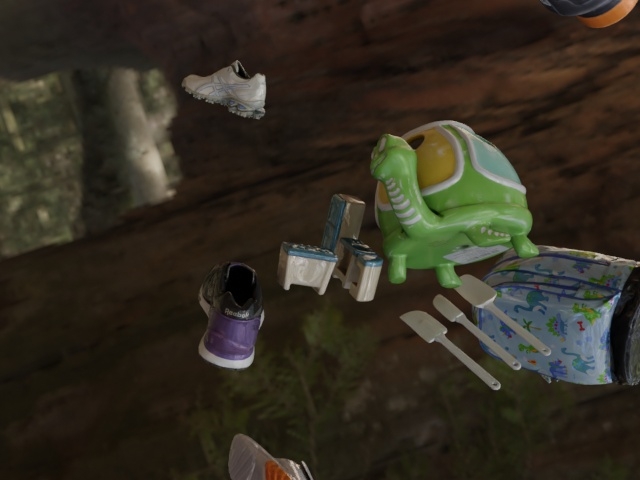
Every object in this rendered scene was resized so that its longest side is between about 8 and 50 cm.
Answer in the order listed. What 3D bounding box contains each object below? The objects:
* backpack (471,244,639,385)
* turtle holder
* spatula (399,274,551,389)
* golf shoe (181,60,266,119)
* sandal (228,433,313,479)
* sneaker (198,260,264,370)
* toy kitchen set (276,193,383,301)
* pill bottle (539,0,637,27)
[{"bbox_3d":[0.487,0.145,2.517,0.355,0.290,0.273,27,-133,33],"label":"backpack"},{"bbox_3d":[0.179,-0.063,1.959,0.320,0.227,0.243,-1,160,-31],"label":"turtle holder"},{"bbox_3d":[0.278,0.157,2.175,0.168,0.019,0.242,-28,-135,-25],"label":"spatula"},{"bbox_3d":[-0.158,-0.268,2.108,0.176,0.086,0.069,22,-166,31],"label":"golf shoe"},{"bbox_3d":[-0.048,0.343,1.720,0.076,0.102,0.265,3,-160,-28],"label":"sandal"},{"bbox_3d":[-0.124,0.079,1.901,0.107,0.124,0.283,11,-157,-11],"label":"sneaker"},{"bbox_3d":[0.000,0.000,1.951,0.166,0.122,0.207,9,-167,-19],"label":"toy kitchen set"},{"bbox_3d":[0.281,-0.351,1.446,0.130,0.130,0.245,-18,142,36],"label":"pill bottle"}]
